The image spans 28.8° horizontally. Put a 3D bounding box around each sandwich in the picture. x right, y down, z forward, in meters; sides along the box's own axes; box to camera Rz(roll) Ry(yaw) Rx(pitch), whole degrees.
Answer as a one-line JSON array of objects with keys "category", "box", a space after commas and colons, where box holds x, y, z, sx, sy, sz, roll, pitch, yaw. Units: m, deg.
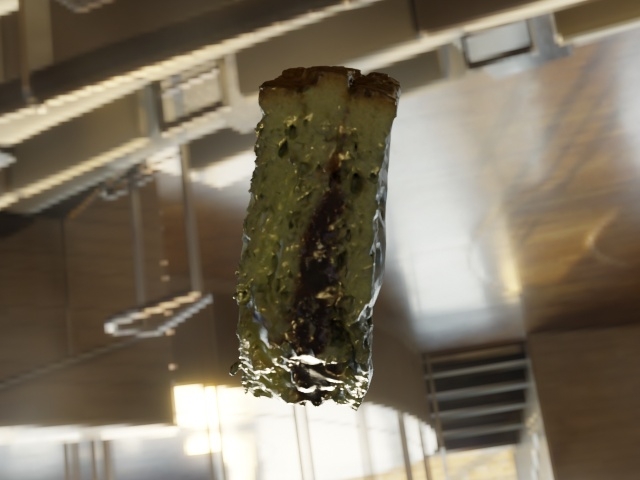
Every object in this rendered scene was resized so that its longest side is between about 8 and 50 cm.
[{"category": "sandwich", "box": [0.000, 0.000, 1.167, 0.131, 0.325, 0.262, 8, -170, 2]}]
